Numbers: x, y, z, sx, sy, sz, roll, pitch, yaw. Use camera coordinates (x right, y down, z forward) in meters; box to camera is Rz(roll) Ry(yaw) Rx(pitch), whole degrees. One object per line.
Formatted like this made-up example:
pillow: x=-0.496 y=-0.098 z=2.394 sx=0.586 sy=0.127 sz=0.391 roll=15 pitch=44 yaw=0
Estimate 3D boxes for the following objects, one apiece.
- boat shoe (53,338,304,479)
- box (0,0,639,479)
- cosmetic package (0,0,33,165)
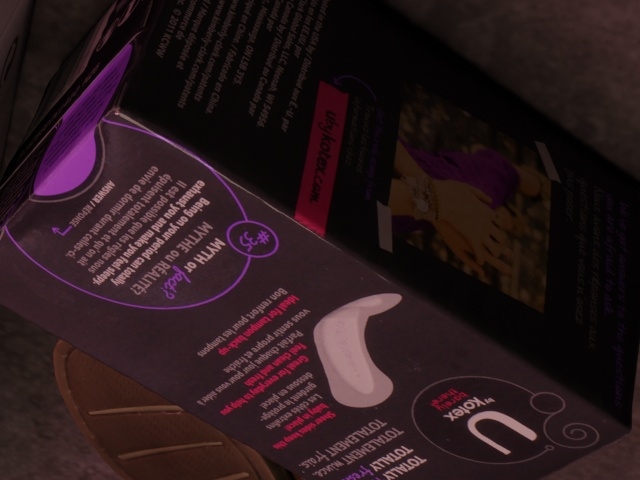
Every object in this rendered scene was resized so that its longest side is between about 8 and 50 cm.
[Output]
boat shoe: x=-0.032 y=0.114 z=0.881 sx=0.110 sy=0.104 sz=0.307 roll=-9 pitch=135 yaw=38
box: x=0.000 y=0.000 z=0.710 sx=0.270 sy=0.143 sz=0.165 roll=33 pitch=138 yaw=-19
cosmetic package: x=-0.316 y=0.024 z=0.826 sx=0.230 sy=0.161 sz=0.453 roll=20 pitch=139 yaw=-4
